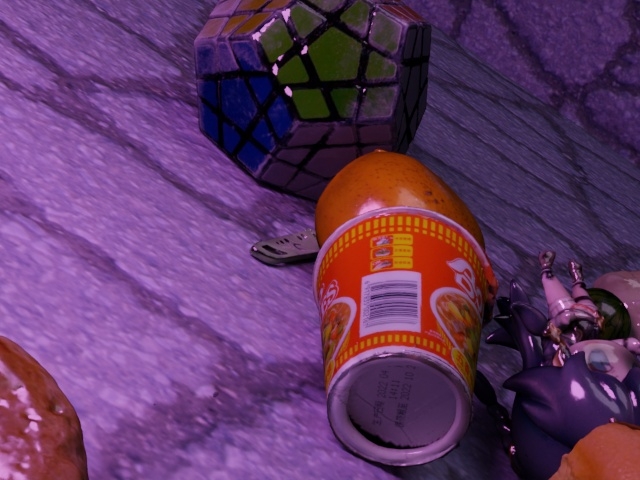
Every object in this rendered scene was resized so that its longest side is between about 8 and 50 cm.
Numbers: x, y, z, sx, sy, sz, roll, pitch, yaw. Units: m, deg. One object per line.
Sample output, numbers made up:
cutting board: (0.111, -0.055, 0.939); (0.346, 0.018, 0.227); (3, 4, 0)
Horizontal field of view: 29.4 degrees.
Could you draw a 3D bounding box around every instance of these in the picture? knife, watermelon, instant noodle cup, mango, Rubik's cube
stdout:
knife: (-0.001, 0.002, 1.449); (0.043, 0.020, 0.293); (43, 23, 17)
watermelon: (0.413, 0.108, 1.778); (0.105, 0.062, 0.105); (28, 30, -18)
instant noodle cup: (0.079, 0.099, 1.157); (0.193, 0.193, 0.212); (30, 28, -13)
mango: (0.105, -0.003, 1.434); (0.191, 0.160, 0.290); (43, 14, 12)
Rubik's cube: (-0.008, -0.210, 1.553); (0.264, 0.319, 0.319); (-25, 58, -38)

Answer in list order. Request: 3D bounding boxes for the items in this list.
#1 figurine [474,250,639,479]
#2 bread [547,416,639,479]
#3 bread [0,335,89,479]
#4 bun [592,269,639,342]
figurine: (0.260, 0.149, 1.252); (0.175, 0.197, 0.265); (3, 25, -8)
bread: (0.284, 0.285, 0.995); (0.262, 0.204, 0.162); (37, 17, 17)
bread: (-0.236, 0.132, 0.657); (0.230, 0.123, 0.230); (29, 27, -16)
bun: (0.511, 0.103, 1.885); (0.183, 0.102, 0.183); (32, 18, -12)
